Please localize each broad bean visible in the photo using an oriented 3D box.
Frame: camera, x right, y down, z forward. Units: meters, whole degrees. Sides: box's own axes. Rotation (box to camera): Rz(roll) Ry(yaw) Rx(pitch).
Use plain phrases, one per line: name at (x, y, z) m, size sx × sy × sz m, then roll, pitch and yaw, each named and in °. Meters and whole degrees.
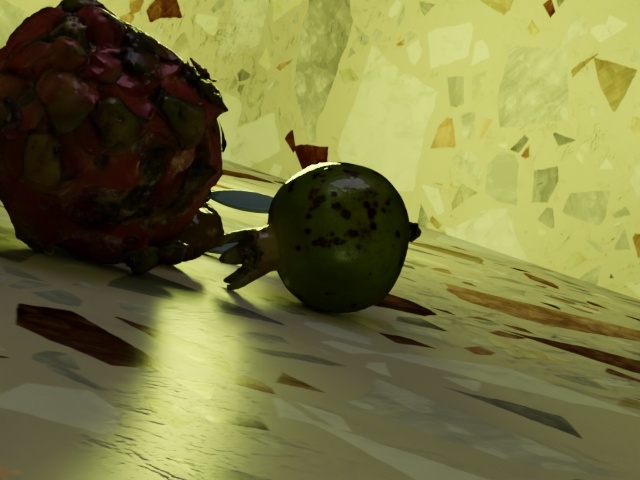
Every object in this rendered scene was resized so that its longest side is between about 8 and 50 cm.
broad bean at (-0.233, -0.039, 1.798) m, size 0.228 × 0.122 × 0.156 m, roll 10°, pitch 4°, yaw -18°

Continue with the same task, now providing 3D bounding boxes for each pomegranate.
pomegranate at (0.000, 0.013, 1.753) m, size 0.198 × 0.246 × 0.198 m, roll 48°, pitch -9°, yaw 10°

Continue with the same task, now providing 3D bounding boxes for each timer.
timer at (-0.035, -0.008, 2.062) m, size 0.255 × 0.175 × 0.175 m, roll -15°, pitch -7°, yaw 23°

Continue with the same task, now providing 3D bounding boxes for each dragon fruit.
dragon fruit at (-0.293, -0.133, 1.591) m, size 0.314 × 0.296 × 0.263 m, roll 27°, pitch 0°, yaw 20°
